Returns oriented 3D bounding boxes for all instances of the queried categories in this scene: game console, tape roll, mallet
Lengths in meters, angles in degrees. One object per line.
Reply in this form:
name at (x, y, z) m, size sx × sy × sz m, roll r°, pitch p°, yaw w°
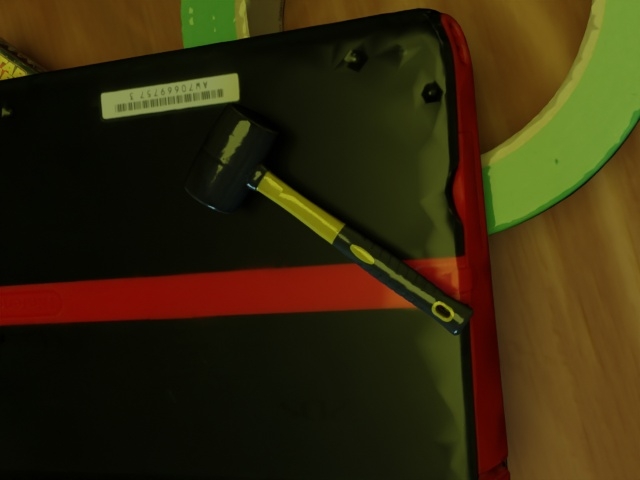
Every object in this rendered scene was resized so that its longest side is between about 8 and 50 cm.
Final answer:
game console at (-0.077, 0.044, 0.600) m, size 0.386 × 0.060 × 0.342 m, roll -4°, pitch 91°, yaw 21°
tape roll at (0.066, -0.157, 0.593) m, size 0.321 × 0.077 × 0.321 m, roll 1°, pitch 94°, yaw 18°
mallet at (0.000, 0.000, 0.519) m, size 0.189 × 0.039 × 0.062 m, roll 43°, pitch 107°, yaw 10°

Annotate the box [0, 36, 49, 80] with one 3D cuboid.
box at (-0.239, -0.094, 0.694) m, size 0.137 × 0.027 × 0.094 m, roll 36°, pitch 104°, yaw -12°
